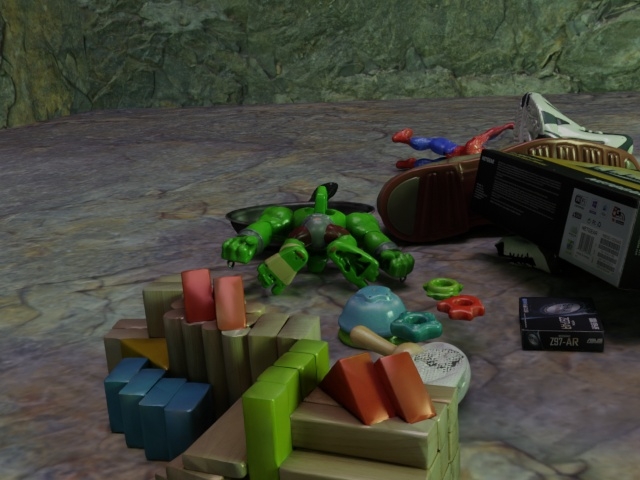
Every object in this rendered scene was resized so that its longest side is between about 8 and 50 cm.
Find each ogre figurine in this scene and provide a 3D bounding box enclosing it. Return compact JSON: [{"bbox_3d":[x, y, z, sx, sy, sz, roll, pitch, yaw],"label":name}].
[{"bbox_3d":[0.000,0.000,0.847,0.197,0.096,0.118,-13,26,10],"label":"ogre figurine"}]

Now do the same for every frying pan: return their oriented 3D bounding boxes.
[{"bbox_3d":[-0.039,-0.038,1.066,0.198,0.053,0.326,-4,10,-11],"label":"frying pan"}]

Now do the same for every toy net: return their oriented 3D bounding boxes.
[{"bbox_3d":[0.082,0.088,0.613,0.122,0.045,0.232,-3,17,-3],"label":"toy net"}]

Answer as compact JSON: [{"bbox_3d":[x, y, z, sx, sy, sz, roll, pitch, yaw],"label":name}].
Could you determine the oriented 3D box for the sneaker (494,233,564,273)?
[{"bbox_3d":[0.232,0.018,0.847,0.044,0.040,0.109,-25,16,-5],"label":"sneaker"}]

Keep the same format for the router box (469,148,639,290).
[{"bbox_3d":[0.330,-0.022,0.780,0.243,0.080,0.309,6,13,-15],"label":"router box"}]

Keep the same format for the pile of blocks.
[{"bbox_3d":[-0.066,0.088,0.513,0.149,0.112,0.362,-18,20,-41],"label":"pile of blocks"}]

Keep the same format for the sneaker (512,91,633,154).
[{"bbox_3d":[0.407,-0.147,1.194,0.153,0.094,0.235,3,37,-15],"label":"sneaker"}]

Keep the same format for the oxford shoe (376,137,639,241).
[{"bbox_3d":[0.244,-0.076,1.014,0.349,0.122,0.130,-4,10,-3],"label":"oxford shoe"}]

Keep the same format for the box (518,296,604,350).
[{"bbox_3d":[0.211,0.073,0.674,0.067,0.018,0.083,0,16,14],"label":"box"}]

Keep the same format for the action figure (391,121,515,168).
[{"bbox_3d":[0.261,-0.161,1.354,0.139,0.091,0.280,-20,21,-21],"label":"action figure"}]
